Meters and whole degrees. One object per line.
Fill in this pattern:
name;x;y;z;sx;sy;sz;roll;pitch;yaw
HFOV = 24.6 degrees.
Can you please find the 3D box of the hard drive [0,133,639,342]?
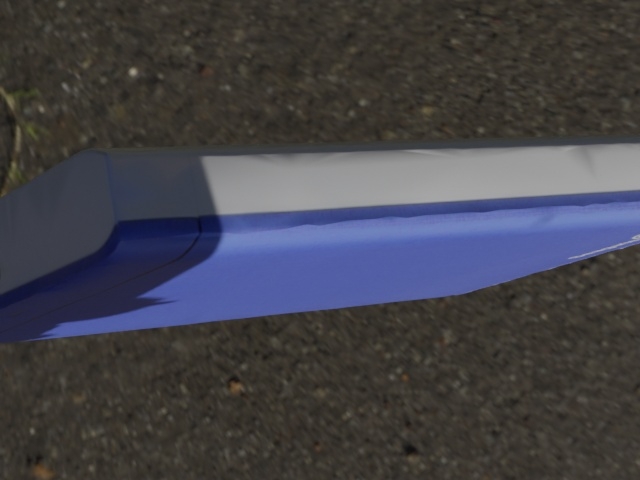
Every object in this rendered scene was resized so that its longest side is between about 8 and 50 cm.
hard drive;0.000;0.000;0.630;0.319;0.210;0.040;-4;80;-38
